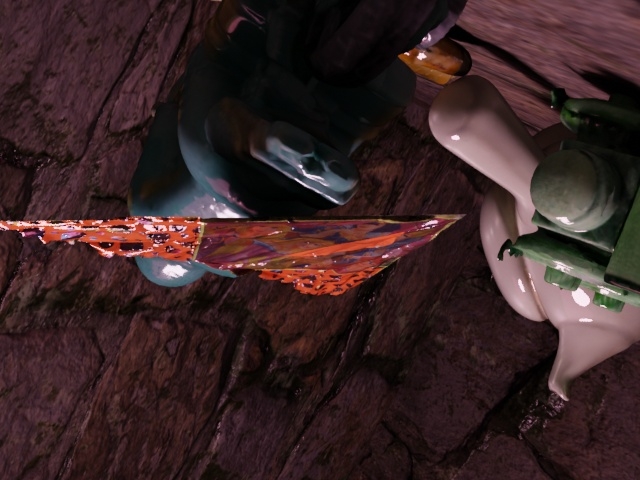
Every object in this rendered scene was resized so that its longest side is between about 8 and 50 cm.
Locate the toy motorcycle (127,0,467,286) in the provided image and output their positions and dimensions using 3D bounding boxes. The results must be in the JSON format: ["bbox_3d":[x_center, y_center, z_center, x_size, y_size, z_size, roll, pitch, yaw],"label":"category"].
[{"bbox_3d":[-0.029,-0.068,0.470,0.109,0.198,0.296,30,172,-15],"label":"toy motorcycle"}]

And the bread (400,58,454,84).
[{"bbox_3d":[0.095,-0.176,0.957,0.088,0.034,0.049,22,-164,-33],"label":"bread"}]

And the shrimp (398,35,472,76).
[{"bbox_3d":[0.027,-0.182,0.804,0.217,0.051,0.150,31,-164,17],"label":"shrimp"}]

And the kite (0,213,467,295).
[{"bbox_3d":[0.000,0.001,0.387,0.125,0.008,0.222,-13,165,33],"label":"kite"}]

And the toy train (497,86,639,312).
[{"bbox_3d":[0.240,-0.005,0.661,0.188,0.133,0.243,23,-176,33],"label":"toy train"}]

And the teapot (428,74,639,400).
[{"bbox_3d":[0.202,-0.039,0.876,0.220,0.149,0.318,-82,-30,-60],"label":"teapot"}]
